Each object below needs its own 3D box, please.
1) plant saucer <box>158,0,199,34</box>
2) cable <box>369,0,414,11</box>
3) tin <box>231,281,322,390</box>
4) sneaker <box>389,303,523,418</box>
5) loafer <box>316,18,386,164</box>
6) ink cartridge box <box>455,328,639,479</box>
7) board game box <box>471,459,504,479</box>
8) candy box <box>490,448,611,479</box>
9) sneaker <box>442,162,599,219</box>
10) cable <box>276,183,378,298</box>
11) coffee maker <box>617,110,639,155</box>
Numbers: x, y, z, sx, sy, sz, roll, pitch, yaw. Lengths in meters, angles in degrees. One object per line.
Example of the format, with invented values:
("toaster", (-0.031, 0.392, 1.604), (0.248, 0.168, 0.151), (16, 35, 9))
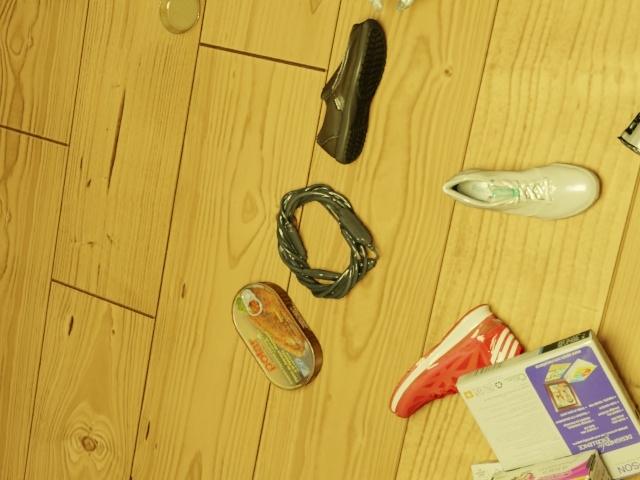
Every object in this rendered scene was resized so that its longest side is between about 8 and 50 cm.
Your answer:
("plant saucer", (-0.231, -0.383, 1.723), (0.084, 0.015, 0.083), (3, 96, 29))
("cable", (0.142, -0.476, 1.460), (0.257, 0.089, 0.257), (-31, 79, 28))
("tin", (-0.071, 0.153, 1.677), (0.106, 0.040, 0.189), (-39, 76, 23))
("sneaker", (0.203, 0.209, 1.498), (0.128, 0.087, 0.221), (46, 116, 19))
("loafer", (0.035, -0.226, 1.550), (0.078, 0.080, 0.220), (21, 105, 26))
("ink cartridge box", (0.323, 0.246, 1.418), (0.206, 0.045, 0.208), (-24, 101, 27))
("board game box", (0.301, 0.364, 1.491), (0.154, 0.026, 0.103), (-13, 88, 30))
("candy box", (0.345, 0.414, 1.410), (0.159, 0.071, 0.233), (-23, 100, 29))
("sneaker", (0.271, -0.066, 1.425), (0.212, 0.094, 0.080), (0, 94, 29))
("cable", (0.000, 0.000, 1.620), (0.184, 0.047, 0.150), (49, 121, 14))
("coffee maker", (0.485, -0.160, 1.279), (0.171, 0.120, 0.178), (32, 110, 23))
